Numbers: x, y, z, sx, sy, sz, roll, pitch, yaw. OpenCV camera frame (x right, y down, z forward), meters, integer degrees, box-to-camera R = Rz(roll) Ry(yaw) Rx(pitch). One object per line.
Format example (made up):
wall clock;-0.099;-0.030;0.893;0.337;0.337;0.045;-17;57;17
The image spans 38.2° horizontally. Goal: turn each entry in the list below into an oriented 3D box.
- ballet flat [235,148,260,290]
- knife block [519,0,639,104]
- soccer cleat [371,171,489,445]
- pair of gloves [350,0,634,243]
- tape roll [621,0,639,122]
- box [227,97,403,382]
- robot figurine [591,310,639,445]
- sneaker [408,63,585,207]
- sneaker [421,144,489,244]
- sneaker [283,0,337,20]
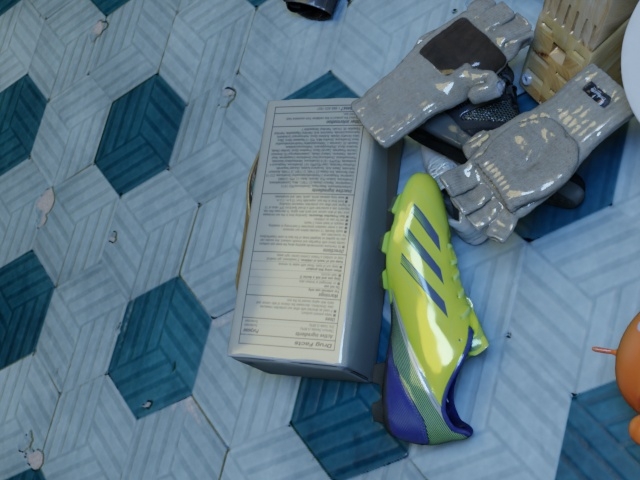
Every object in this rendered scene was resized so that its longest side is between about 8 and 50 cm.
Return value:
ballet flat;-0.072;-0.030;1.188;0.073;0.080;0.232;-19;57;60
knife block;0.357;-0.265;0.978;0.088;0.242;0.276;55;152;36
soccer cleat;0.124;0.073;0.984;0.121;0.093;0.289;2;88;25
pair of gloves;0.172;-0.133;0.950;0.204;0.042;0.240;-44;61;-3
tape roll;0.414;-0.145;0.827;0.246;0.169;0.246;-13;66;31
box;0.000;0.000;1.076;0.148;0.121;0.311;4;75;21
robot figurine;0.350;0.127;0.798;0.219;0.128;0.158;35;101;38
sneaker;0.204;-0.130;1.007;0.227;0.087;0.130;34;85;24
sneaker;0.149;-0.069;1.053;0.053;0.061;0.152;-35;56;23
sneaker;-0.054;-0.384;1.293;0.222;0.083;0.118;20;86;37
